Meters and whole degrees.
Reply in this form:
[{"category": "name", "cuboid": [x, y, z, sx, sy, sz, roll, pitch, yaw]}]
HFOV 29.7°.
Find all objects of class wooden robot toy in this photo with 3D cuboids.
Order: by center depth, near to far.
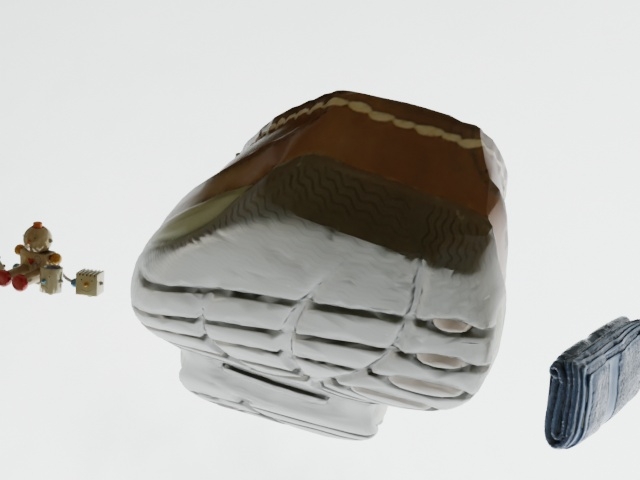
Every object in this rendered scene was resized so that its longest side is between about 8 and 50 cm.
[{"category": "wooden robot toy", "cuboid": [-0.343, 0.018, 1.461, 0.173, 0.079, 0.076, 12, -167, 24]}]

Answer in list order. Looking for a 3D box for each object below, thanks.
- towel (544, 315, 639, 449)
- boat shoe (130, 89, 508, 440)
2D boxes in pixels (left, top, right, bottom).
[{"category": "towel", "cuboid": [0.187, 0.094, 0.806, 0.029, 0.067, 0.119, 14, -160, 32]}, {"category": "boat shoe", "cuboid": [0.000, 0.000, 0.477, 0.122, 0.324, 0.120, 19, -105, -4]}]
